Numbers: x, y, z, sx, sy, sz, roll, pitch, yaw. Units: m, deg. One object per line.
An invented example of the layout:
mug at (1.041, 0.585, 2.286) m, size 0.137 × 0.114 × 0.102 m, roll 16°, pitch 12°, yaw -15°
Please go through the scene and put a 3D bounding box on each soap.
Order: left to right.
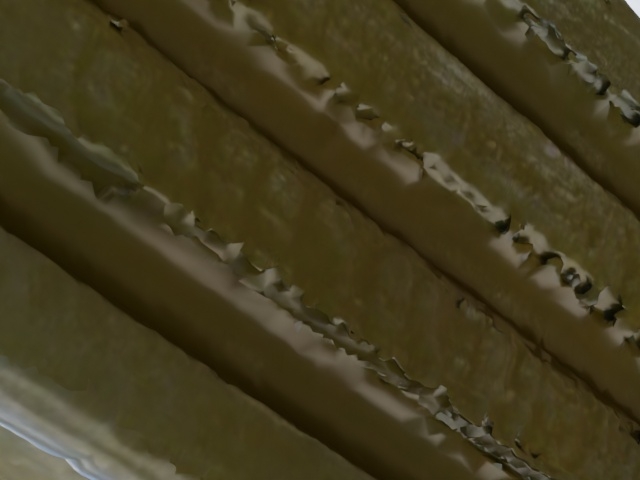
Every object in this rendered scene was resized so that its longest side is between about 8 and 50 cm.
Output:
soap at (0.000, 0.000, 0.413) m, size 0.274 × 0.173 × 0.089 m, roll 38°, pitch 154°, yaw -32°
